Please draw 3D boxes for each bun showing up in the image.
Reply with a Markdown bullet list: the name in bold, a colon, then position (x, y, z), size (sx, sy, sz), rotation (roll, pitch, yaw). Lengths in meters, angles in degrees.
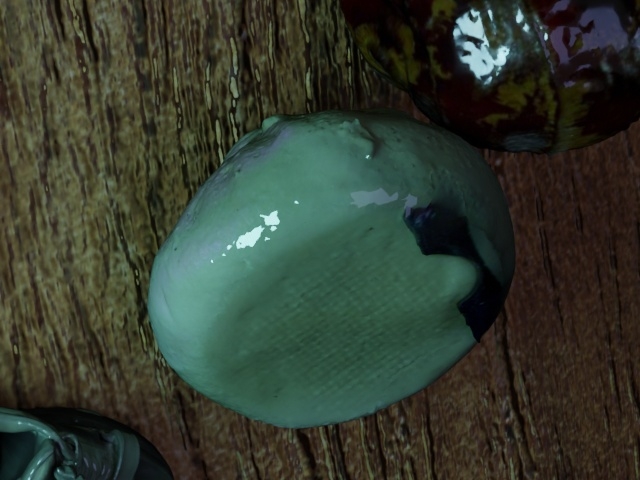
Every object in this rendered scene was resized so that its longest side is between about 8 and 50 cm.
- **bun**: position (0.000, 0.000, 1.505), size (0.293, 0.187, 0.293), rotation (-11, 137, -10)

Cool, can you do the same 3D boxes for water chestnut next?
- **water chestnut**: position (0.159, -0.202, 1.514), size (0.289, 0.289, 0.244), rotation (0, 123, -39)

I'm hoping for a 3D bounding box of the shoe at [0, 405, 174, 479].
- **shoe**: position (-0.200, 0.182, 1.424), size (0.293, 0.149, 0.109), rotation (19, 90, -39)
